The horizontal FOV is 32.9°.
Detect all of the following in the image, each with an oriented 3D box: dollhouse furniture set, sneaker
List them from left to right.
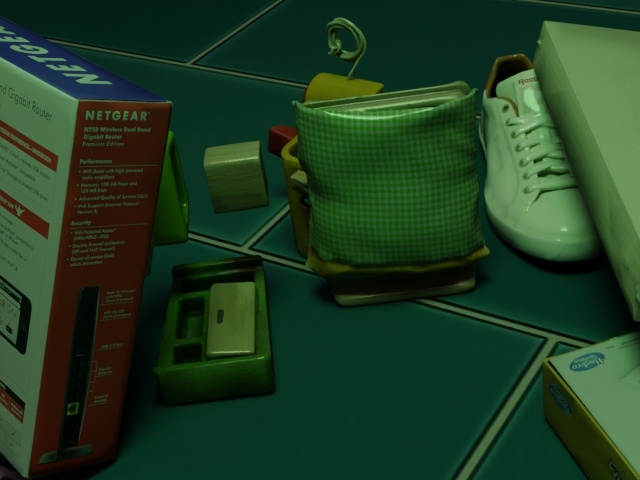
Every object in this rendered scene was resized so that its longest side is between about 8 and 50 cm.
[{"bbox_3d":[0.000,0.000,0.918,0.302,0.197,0.151,-8,33,2],"label":"dollhouse furniture set"},{"bbox_3d":[0.209,-0.094,1.081,0.106,0.123,0.290,-8,35,-3],"label":"sneaker"}]

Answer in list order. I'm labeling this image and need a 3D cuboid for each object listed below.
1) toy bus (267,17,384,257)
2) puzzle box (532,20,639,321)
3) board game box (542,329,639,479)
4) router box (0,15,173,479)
[{"bbox_3d":[0.015,-0.072,1.035,0.202,0.191,0.104,47,49,-2],"label":"toy bus"},{"bbox_3d":[0.348,-0.065,0.918,0.272,0.052,0.409,7,35,-5],"label":"puzzle box"},{"bbox_3d":[0.329,0.163,0.729,0.242,0.064,0.316,-15,35,-10],"label":"board game box"},{"bbox_3d":[-0.269,-0.018,0.906,0.082,0.301,0.335,-5,25,-42],"label":"router box"}]
